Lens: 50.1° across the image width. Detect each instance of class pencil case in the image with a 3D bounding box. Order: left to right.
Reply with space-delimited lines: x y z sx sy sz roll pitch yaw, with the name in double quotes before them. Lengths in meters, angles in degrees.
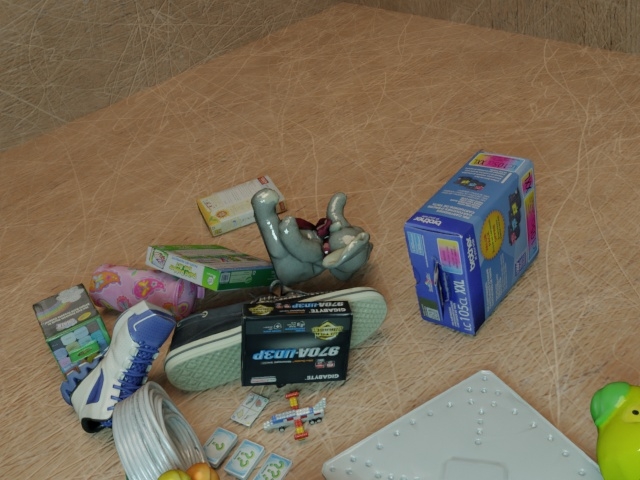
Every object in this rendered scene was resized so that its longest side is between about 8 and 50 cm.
"pencil case" -0.442 0.128 1.731 0.284 0.124 0.124 4 38 20

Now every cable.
"cable" -0.274 0.381 1.212 0.089 0.257 0.257 -29 43 -4

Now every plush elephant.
"plush elephant" 0.000 0.000 1.641 0.255 0.330 0.272 -20 -9 -6

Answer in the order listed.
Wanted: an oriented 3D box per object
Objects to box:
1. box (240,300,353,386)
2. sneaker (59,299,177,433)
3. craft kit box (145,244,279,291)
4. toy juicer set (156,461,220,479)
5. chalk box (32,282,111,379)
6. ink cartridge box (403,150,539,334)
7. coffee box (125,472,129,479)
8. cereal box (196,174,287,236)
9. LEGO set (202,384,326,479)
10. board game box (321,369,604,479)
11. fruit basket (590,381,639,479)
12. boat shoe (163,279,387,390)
"box" -0.052 0.209 1.389 0.220 0.175 0.051 -1 29 -11
"sneaker" -0.404 0.294 1.436 0.315 0.127 0.182 -46 51 11
"craft kit box" -0.260 0.063 1.713 0.246 0.061 0.250 19 11 33
"toy juicer set" -0.188 0.441 0.979 0.089 0.209 0.329 -12 6 15
"chalk box" -0.576 0.225 1.620 0.132 0.132 0.213 -25 38 -20
"ink cartridge box" 0.333 0.016 1.531 0.151 0.270 0.395 15 43 40
"coffee box" -0.318 0.458 1.238 0.040 0.113 0.184 -18 37 -11
"cereal box" -0.238 -0.107 2.055 0.240 0.047 0.173 -20 36 -12
"LEGO set" -0.106 0.362 1.363 0.182 0.060 0.244 15 43 27
"board game box" 0.260 0.434 1.162 0.390 0.050 0.390 -25 37 -19
"fruit basket" 0.529 0.359 0.965 0.392 0.283 0.392 0 69 -1
"boat shoe" -0.102 0.183 1.501 0.500 0.187 0.156 -17 43 1
